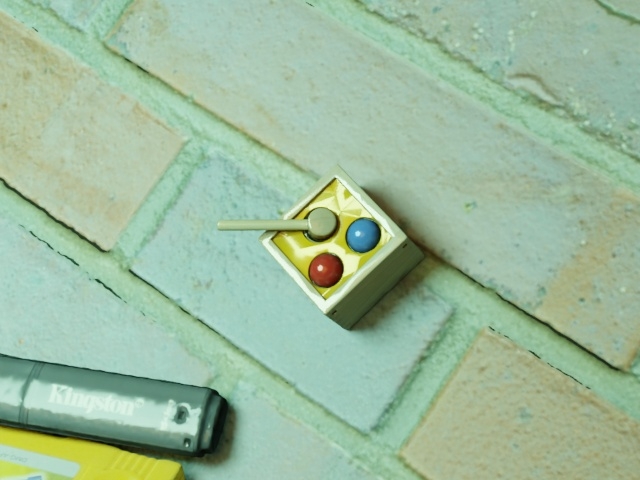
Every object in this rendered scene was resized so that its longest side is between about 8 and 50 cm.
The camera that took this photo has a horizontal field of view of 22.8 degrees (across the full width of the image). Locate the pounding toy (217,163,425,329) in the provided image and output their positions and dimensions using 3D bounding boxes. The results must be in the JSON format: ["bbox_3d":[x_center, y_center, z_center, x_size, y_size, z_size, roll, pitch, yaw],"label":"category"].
[{"bbox_3d":[0.000,0.000,1.563,0.130,0.100,0.141,-44,66,2],"label":"pounding toy"}]

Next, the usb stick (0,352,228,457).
[{"bbox_3d":[-0.233,0.165,1.607,0.278,0.045,0.077,8,59,14],"label":"usb stick"}]

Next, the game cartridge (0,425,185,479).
[{"bbox_3d":[-0.334,0.287,1.535,0.324,0.052,0.285,8,39,22],"label":"game cartridge"}]
